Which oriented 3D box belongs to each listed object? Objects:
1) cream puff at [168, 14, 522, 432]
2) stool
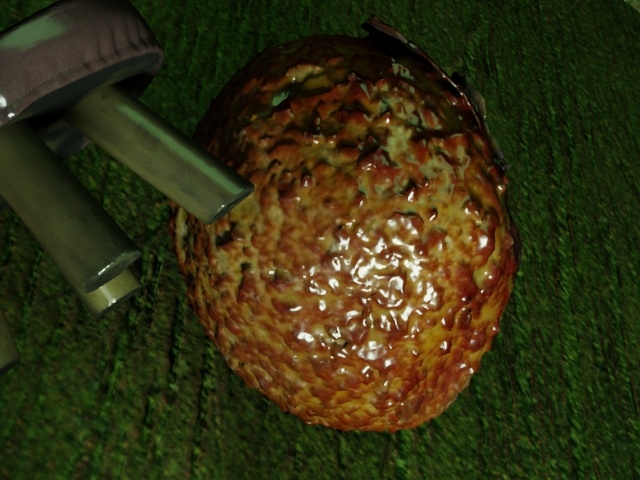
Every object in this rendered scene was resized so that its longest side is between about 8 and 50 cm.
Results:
[{"bbox_3d":[0.003,0.004,1.266,0.229,0.350,0.350,-26,69,-34],"label":"cream puff"},{"bbox_3d":[-0.201,-0.034,1.122,0.178,0.272,0.272,54,30,2],"label":"stool"}]
